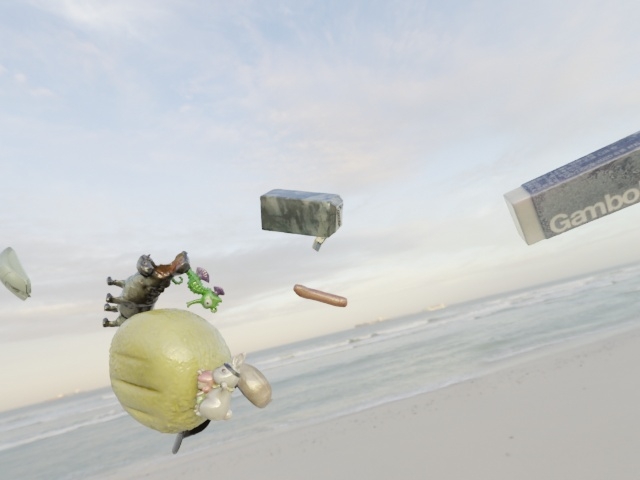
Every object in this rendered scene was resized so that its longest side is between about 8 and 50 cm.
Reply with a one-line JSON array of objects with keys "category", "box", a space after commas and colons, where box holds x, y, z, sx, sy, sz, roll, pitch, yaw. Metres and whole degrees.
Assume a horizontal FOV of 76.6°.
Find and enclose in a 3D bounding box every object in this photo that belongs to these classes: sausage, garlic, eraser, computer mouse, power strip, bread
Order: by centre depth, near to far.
[{"category": "eraser", "box": [0.396, -0.075, 0.604, 0.212, 0.092, 0.046, -26, 25, 17]}, {"category": "computer mouse", "box": [-0.516, 0.059, 0.675, 0.032, 0.110, 0.056, -17, -35, -50]}, {"category": "bread", "box": [-0.389, 0.323, 1.028, 0.320, 0.320, 0.237, -20, -18, 28]}, {"category": "sausage", "box": [-0.001, 0.177, 1.284, 0.186, 0.043, 0.043, 18, -23, -15]}, {"category": "garlic", "box": [-0.244, 0.470, 1.352, 0.090, 0.198, 0.128, -44, -18, -30]}, {"category": "power strip", "box": [0.000, 0.000, 1.440, 0.056, 0.032, 0.123, -53, -3, -14]}]

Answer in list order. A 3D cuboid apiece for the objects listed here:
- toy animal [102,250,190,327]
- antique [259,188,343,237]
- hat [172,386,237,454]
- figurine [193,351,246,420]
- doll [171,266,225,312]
[{"category": "toy animal", "box": [-0.515, 0.143, 1.158, 0.168, 0.106, 0.343, 19, -51, -38]}, {"category": "antique", "box": [-0.039, -0.065, 0.943, 0.183, 0.086, 0.088, 7, 21, 18]}, {"category": "hat", "box": [-0.467, 0.565, 1.433, 0.336, 0.209, 0.238, -52, -9, 14]}, {"category": "figurine", "box": [-0.225, 0.309, 0.883, 0.098, 0.146, 0.081, 16, -10, -18]}, {"category": "doll", "box": [-0.378, 0.145, 1.236, 0.115, 0.190, 0.050, -43, 6, -34]}]
